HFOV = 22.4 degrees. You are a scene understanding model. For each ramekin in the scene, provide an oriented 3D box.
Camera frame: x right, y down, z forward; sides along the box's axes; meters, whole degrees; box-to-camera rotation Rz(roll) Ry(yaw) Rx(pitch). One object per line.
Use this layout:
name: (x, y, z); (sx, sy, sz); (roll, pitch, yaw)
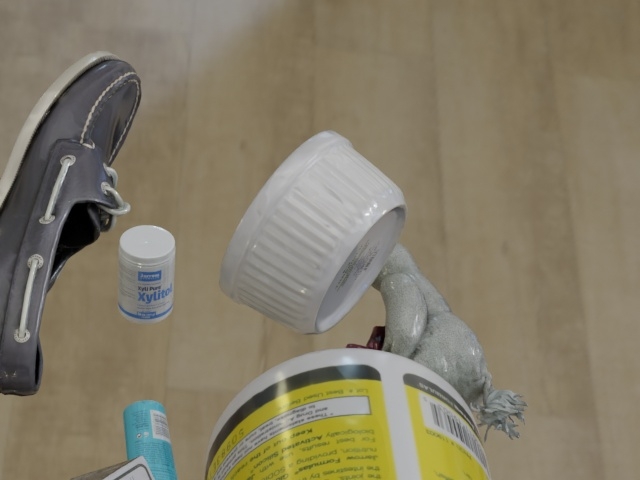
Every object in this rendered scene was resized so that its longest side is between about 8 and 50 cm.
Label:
ramekin: (0.000, 0.000, 1.671); (0.109, 0.207, 0.207); (34, 53, 15)

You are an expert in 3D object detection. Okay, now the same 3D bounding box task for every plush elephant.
plush elephant: (0.068, 0.194, 2.030); (0.255, 0.271, 0.330); (-16, 26, -21)

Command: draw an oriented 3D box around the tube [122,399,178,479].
tube: (-0.200, 0.290, 1.939); (0.080, 0.052, 0.207); (6, 47, -23)

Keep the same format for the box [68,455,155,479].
box: (-0.212, 0.294, 1.186); (0.290, 0.087, 0.169); (-26, 94, -54)

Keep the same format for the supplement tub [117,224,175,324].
supplement tub: (-0.214, 0.043, 1.989); (0.071, 0.107, 0.071); (4, 38, -3)

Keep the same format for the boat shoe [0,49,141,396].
boat shoe: (-0.126, -0.008, 0.796); (0.065, 0.075, 0.206); (16, 55, 13)

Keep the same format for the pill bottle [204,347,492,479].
pill bottle: (0.026, 0.230, 0.951); (0.188, 0.188, 0.334); (4, 32, -7)
